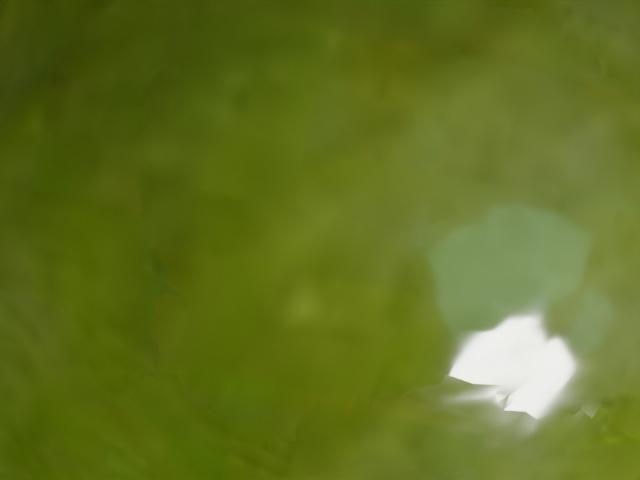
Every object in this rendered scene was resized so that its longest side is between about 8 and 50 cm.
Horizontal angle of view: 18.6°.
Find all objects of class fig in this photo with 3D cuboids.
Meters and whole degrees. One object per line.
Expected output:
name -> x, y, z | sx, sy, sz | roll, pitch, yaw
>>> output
fig -> 0.000, 0.000, 0.544 | 0.316, 0.316, 0.316 | -5, 115, -10
